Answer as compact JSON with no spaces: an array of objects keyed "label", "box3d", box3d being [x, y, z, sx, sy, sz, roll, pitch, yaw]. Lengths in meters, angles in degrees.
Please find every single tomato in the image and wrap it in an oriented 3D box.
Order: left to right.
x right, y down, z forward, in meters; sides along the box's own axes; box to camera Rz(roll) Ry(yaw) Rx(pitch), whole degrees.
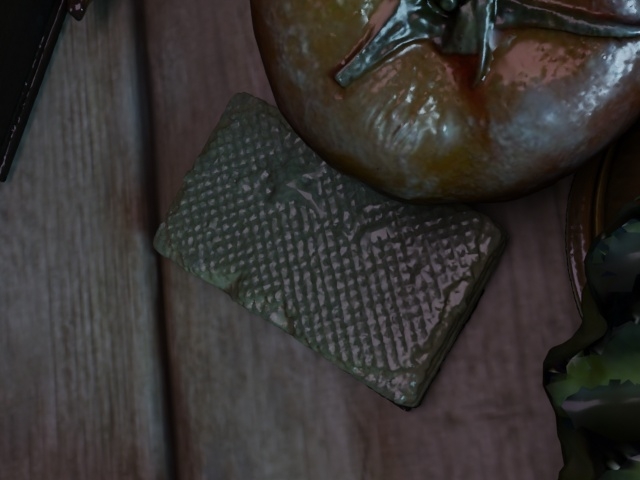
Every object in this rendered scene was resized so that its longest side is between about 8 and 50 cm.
[{"label":"tomato","box3d":[0.052,-0.101,0.429,0.214,0.181,0.155,37,104,1]}]

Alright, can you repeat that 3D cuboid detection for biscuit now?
[{"label":"biscuit","box3d":[0.000,0.000,0.512,0.199,0.040,0.121,29,88,25]}]

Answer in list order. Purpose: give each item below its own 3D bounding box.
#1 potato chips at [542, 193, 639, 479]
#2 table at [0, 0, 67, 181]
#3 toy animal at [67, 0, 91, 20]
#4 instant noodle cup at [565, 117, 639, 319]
[{"label":"potato chips","box3d":[0.285,0.125,0.303,0.429,0.070,0.359,-9,99,22]},{"label":"table","box3d":[-0.328,-0.209,0.551,0.196,0.282,0.251,17,84,24]},{"label":"toy animal","box3d":[-0.056,-0.199,0.569,0.275,0.054,0.149,17,88,21]},{"label":"instant noodle cup","box3d":[0.250,-0.014,0.391,0.273,0.090,0.274,-5,77,19]}]
